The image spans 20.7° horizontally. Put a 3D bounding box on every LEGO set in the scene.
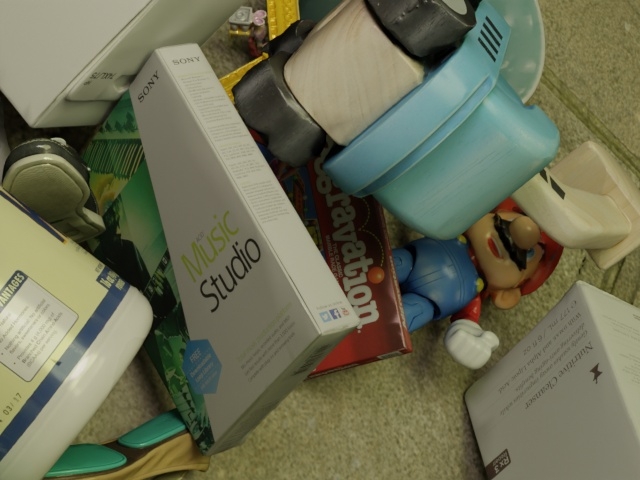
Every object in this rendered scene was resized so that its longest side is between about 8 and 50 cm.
[{"bbox_3d":[-0.080,-0.182,1.927,0.132,0.107,0.287,17,59,7],"label":"LEGO set"}]

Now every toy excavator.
[{"bbox_3d":[0.164,-0.095,1.778,0.445,0.222,0.433,49,21,-8],"label":"toy excavator"}]

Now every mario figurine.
[{"bbox_3d":[0.159,0.018,1.951,0.320,0.170,0.198,-21,119,-35],"label":"mario figurine"}]

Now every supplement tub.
[{"bbox_3d":[-0.332,0.053,1.476,0.325,0.235,0.235,38,50,-7],"label":"supplement tub"}]

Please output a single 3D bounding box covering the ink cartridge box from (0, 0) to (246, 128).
[{"bbox_3d":[-0.245,-0.268,1.657,0.270,0.197,0.198,50,19,10],"label":"ink cartridge box"}]

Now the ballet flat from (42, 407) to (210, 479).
[{"bbox_3d":[-0.190,0.220,1.647,0.232,0.080,0.073,-15,110,-40],"label":"ballet flat"}]

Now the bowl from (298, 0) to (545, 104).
[{"bbox_3d":[0.096,-0.254,2.029,0.311,0.163,0.311,20,56,-33],"label":"bowl"}]

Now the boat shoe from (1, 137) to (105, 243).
[{"bbox_3d":[-0.252,-0.056,1.609,0.084,0.233,0.079,-13,77,-2],"label":"boat shoe"}]

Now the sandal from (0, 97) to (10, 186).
[{"bbox_3d":[-0.334,-0.065,1.651,0.102,0.076,0.265,6,73,-76],"label":"sandal"}]

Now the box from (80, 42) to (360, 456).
[{"bbox_3d":[-0.114,0.010,1.647,0.058,0.232,0.322,-12,63,-42],"label":"box"}]

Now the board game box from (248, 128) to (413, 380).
[{"bbox_3d":[0.000,0.000,1.858,0.027,0.145,0.281,33,43,-68],"label":"board game box"}]

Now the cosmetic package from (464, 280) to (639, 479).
[{"bbox_3d":[0.310,0.262,1.856,0.156,0.217,0.385,24,32,-29],"label":"cosmetic package"}]
